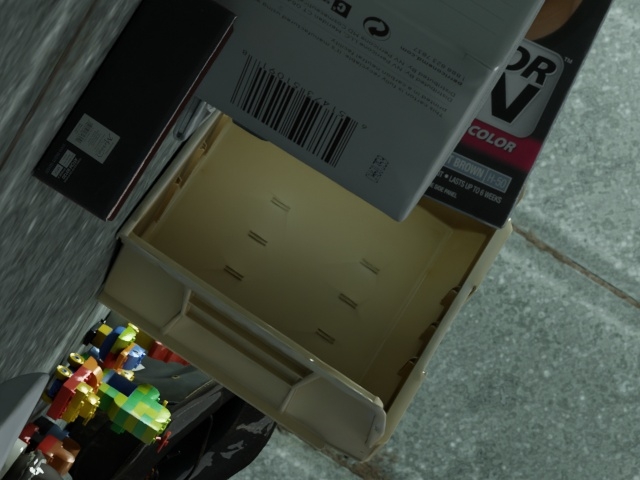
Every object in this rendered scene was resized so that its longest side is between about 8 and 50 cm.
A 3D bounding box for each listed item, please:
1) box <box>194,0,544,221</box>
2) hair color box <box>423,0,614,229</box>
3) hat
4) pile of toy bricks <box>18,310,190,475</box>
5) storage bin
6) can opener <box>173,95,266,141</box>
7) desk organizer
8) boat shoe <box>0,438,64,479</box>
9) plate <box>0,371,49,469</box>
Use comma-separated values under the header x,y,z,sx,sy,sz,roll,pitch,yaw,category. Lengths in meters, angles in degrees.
x,y,z,sx,sy,sz,roll,pitch,yaw,category
0.022,-0.135,1.107,0.119,0.181,0.182,-57,177,-31,box
0.127,-0.220,1.461,0.113,0.185,0.374,-111,-135,-78,hair color box
-0.171,0.188,1.987,0.331,0.134,0.331,-41,162,-17,hat
-0.170,0.139,1.659,0.118,0.105,0.212,-59,178,21,pile of toy bricks
0.000,0.000,1.564,0.262,0.260,0.123,-57,-179,-32,storage bin
-0.029,-0.119,1.325,0.076,0.095,0.283,-59,178,22,can opener
-0.098,-0.076,1.051,0.130,0.047,0.050,-58,180,-3,desk organizer
-0.258,0.265,1.581,0.116,0.097,0.324,-57,178,-37,boat shoe
-0.280,0.220,1.163,0.277,0.045,0.278,-59,177,20,plate
